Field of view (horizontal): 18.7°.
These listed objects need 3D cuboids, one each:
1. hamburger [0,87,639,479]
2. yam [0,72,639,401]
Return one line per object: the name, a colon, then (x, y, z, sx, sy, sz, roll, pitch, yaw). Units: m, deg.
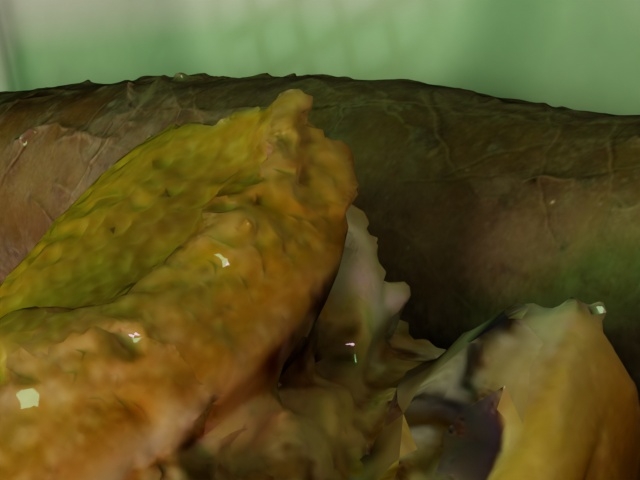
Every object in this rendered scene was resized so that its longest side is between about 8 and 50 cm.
hamburger: (-0.040, 0.109, 0.423, 0.144, 0.156, 0.283, 30, 143, 1)
yam: (0.000, 0.000, 0.473, 0.357, 0.081, 0.081, 4, 93, 46)
